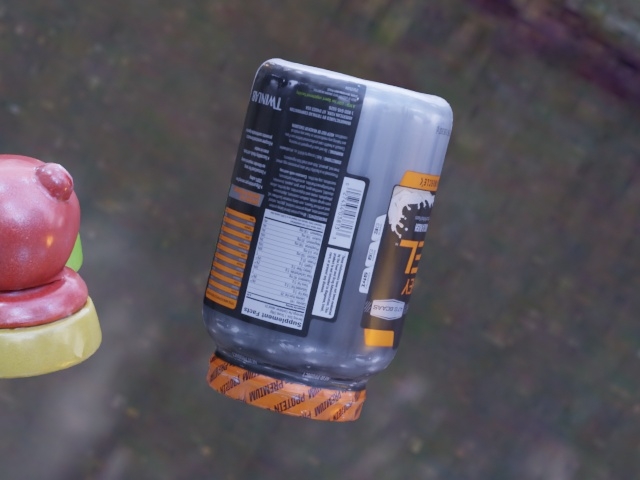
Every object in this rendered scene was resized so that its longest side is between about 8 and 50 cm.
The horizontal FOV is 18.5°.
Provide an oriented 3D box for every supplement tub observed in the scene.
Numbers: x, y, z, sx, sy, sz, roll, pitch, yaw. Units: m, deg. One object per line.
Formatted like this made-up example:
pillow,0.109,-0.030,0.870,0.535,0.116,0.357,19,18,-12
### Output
supplement tub,0.000,0.000,1.120,0.117,0.190,0.117,13,6,-1

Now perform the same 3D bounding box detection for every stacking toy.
stacking toy,-0.299,-0.018,1.355,0.308,0.130,0.279,1,19,-1
